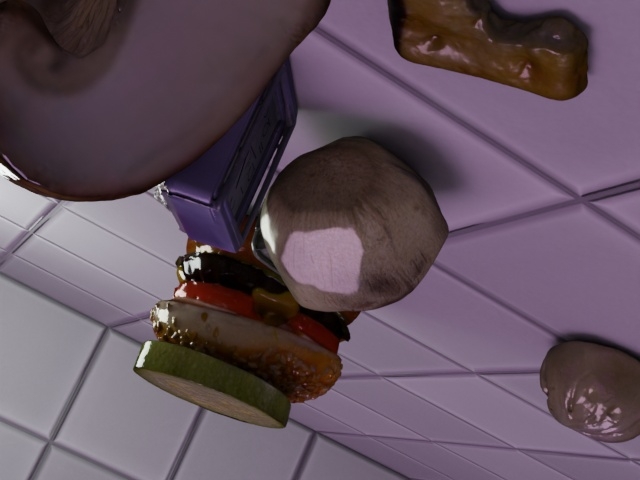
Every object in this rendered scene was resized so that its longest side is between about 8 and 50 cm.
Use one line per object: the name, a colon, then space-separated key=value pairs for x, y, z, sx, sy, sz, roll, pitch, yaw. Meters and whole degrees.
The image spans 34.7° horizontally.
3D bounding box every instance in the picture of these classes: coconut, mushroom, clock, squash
coconut: x=0.043 y=-0.011 z=1.190 sx=0.224 sy=0.224 sz=0.224 roll=22 pitch=162 yaw=7
mushroom: x=-0.207 y=-0.168 z=0.929 sx=0.224 sy=0.313 sz=0.397 roll=37 pitch=164 yaw=-26
clock: x=-0.094 y=-0.099 z=1.113 sx=0.073 sy=0.193 sz=0.144 roll=19 pitch=162 yaw=11
squash: x=-0.163 y=0.225 z=1.565 sx=0.252 sy=0.048 sz=0.252 roll=18 pitch=161 yaw=6

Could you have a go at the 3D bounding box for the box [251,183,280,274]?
box: x=0.000 y=0.000 z=1.416 sx=0.093 sy=0.124 sz=0.172 roll=-9 pitch=145 yaw=43

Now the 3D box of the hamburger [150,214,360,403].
hamburger: x=-0.100 y=0.121 z=1.664 sx=0.330 sy=0.250 sz=0.330 roll=23 pitch=163 yaw=7

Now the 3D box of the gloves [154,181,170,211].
gloves: x=-0.180 y=-0.080 z=1.471 sx=0.114 sy=0.070 sz=0.153 roll=-7 pitch=173 yaw=-15

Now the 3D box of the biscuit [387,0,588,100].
biscuit: x=0.134 y=-0.182 z=0.836 sx=0.183 sy=0.039 sz=0.174 roll=19 pitch=160 yaw=15

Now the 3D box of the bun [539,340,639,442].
bun: x=0.410 y=0.235 z=1.541 sx=0.178 sy=0.127 sz=0.193 roll=26 pitch=165 yaw=-9
